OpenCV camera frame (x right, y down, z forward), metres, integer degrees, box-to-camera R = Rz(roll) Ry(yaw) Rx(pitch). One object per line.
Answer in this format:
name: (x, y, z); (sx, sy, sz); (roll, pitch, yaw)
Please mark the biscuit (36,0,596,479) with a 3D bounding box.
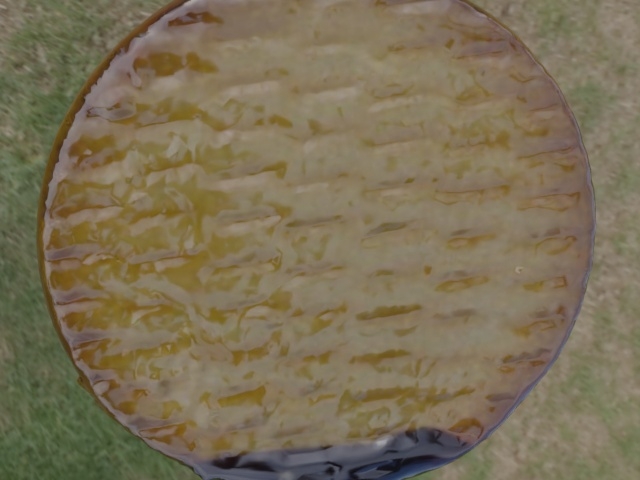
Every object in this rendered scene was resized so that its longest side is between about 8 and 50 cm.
biscuit: (0.000, 0.000, 0.681); (0.317, 0.040, 0.318); (-2, 107, -7)
